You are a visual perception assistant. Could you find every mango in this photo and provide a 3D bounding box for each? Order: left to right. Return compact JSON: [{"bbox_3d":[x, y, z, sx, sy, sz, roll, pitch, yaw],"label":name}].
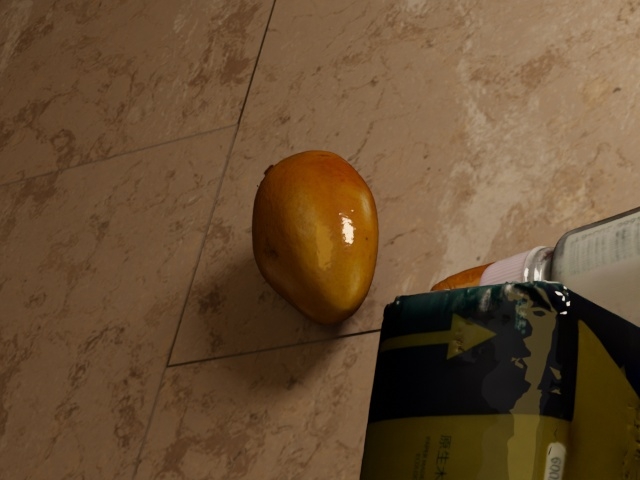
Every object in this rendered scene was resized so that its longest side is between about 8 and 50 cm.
[{"bbox_3d":[0.000,0.000,2.389,0.187,0.138,0.257,-53,32,10],"label":"mango"}]

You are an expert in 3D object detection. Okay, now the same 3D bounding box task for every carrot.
[{"bbox_3d":[0.232,0.039,2.214,0.256,0.061,0.061,-25,43,19],"label":"carrot"}]

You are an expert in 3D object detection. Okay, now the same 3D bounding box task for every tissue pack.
[{"bbox_3d":[0.187,0.269,1.824,0.253,0.264,0.417,-10,63,39],"label":"tissue pack"}]

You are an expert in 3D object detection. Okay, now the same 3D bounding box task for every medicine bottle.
[{"bbox_3d":[0.321,0.056,2.031,0.273,0.165,0.165,-21,44,32],"label":"medicine bottle"}]
